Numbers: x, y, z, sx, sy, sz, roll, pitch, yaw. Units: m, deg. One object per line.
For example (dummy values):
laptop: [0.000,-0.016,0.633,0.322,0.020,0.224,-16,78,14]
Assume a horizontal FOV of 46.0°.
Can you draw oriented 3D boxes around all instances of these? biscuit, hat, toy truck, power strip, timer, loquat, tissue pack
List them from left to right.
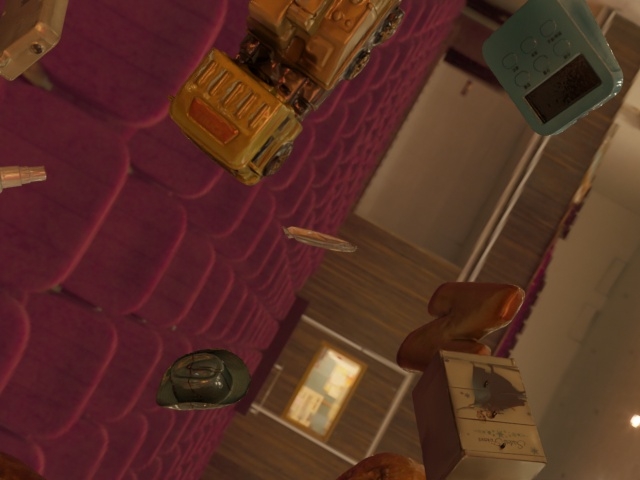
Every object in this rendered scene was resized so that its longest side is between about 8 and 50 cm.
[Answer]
power strip: [-0.433,-0.352,1.143,0.118,0.046,0.270,-26,-134,22]
hat: [-0.232,0.262,1.445,0.138,0.191,0.077,-94,174,-49]
toy truck: [-0.046,-0.281,1.114,0.405,0.181,0.254,-50,174,3]
tissue pack: [0.000,0.000,1.948,0.122,0.193,0.026,61,42,-76]
loquat: [0.147,0.587,1.554,0.276,0.283,0.276,-19,-168,4]
biscuit: [0.285,0.187,1.590,0.236,0.062,0.291,-56,-161,-13]
timer: [0.475,-0.361,1.559,0.091,0.250,0.232,-18,167,-34]

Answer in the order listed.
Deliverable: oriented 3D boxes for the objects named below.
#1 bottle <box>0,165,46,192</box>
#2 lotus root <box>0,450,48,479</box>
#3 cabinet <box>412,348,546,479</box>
bottle: [-0.595,-0.107,1.318,0.060,0.217,0.060,169,-90,-69]
lotus root: [-0.423,0.403,1.012,0.193,0.291,0.193,-39,144,-35]
cabinet: [0.259,0.309,1.268,0.206,0.145,0.150,-95,-161,-45]
